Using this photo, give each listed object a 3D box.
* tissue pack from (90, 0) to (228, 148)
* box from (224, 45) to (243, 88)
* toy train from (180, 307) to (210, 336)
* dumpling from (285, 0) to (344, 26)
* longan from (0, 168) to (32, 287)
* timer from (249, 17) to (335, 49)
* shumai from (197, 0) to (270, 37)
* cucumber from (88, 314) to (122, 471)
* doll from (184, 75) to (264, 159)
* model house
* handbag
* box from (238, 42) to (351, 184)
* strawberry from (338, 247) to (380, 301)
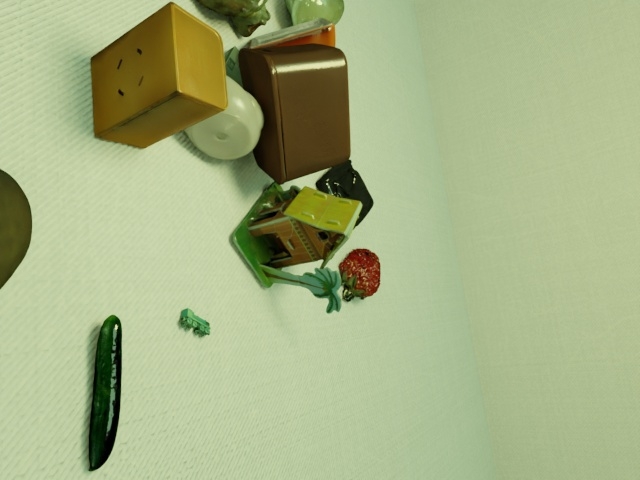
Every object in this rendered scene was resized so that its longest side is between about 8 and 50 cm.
[{"bbox_3d":[-0.346,-0.330,1.004,0.145,0.274,0.195,11,70,-55],"label":"tissue pack"},{"bbox_3d":[-0.216,-0.433,1.450,0.270,0.045,0.211,46,44,-38],"label":"box"},{"bbox_3d":[-0.296,0.197,1.118,0.092,0.029,0.045,44,29,-45],"label":"toy train"},{"bbox_3d":[-0.017,-0.869,1.762,0.320,0.211,0.270,-4,84,-46],"label":"dumpling"},{"bbox_3d":[-0.548,0.002,0.590,0.289,0.288,0.350,70,25,-10],"label":"longan"},{"bbox_3d":[-0.084,-0.598,1.463,0.250,0.257,0.162,-102,176,-75],"label":"timer"},{"bbox_3d":[-0.271,-0.757,1.408,0.272,0.222,0.204,60,-1,-10],"label":"shumai"},{"bbox_3d":[-0.405,0.285,0.896,0.056,0.056,0.285,17,69,-53],"label":"cucumber"},{"bbox_3d":[-0.251,-0.340,1.237,0.251,0.220,0.221,74,20,-60],"label":"doll"},{"bbox_3d":[0.000,0.000,1.363,0.340,0.323,0.300,59,37,-25],"label":"model house"},{"bbox_3d":[0.102,-0.174,1.809,0.275,0.088,0.244,-44,111,-52],"label":"handbag"},{"bbox_3d":[-0.066,-0.365,1.321,0.229,0.239,0.340,-18,122,-23],"label":"box"},{"bbox_3d":[0.167,0.118,1.776,0.188,0.106,0.286,62,35,-24],"label":"strawberry"}]
